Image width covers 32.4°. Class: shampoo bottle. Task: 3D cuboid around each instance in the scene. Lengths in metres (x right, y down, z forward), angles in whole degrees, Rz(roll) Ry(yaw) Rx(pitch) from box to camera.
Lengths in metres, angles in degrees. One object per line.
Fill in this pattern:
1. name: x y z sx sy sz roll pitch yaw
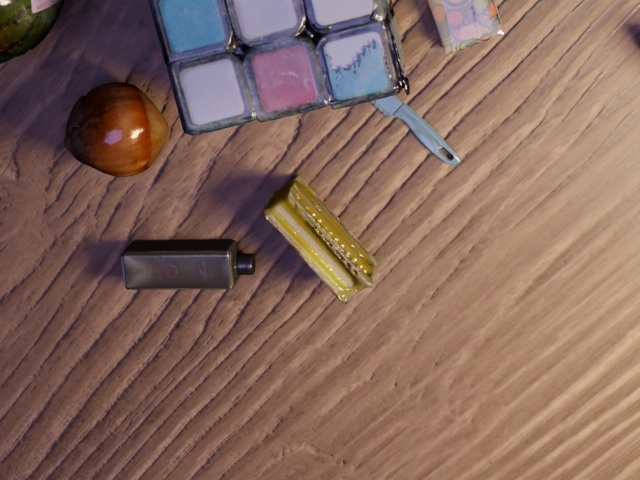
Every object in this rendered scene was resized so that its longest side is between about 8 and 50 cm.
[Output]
1. shampoo bottle: -0.246 0.046 2.076 0.246 0.079 0.080 -1 109 8

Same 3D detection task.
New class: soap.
1. soap: 0.001 -0.001 1.997 0.076 0.135 0.233 -41 99 18

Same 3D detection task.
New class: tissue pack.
1. tissue pack: 0.240 -0.404 1.869 0.109 0.060 0.148 -16 105 14

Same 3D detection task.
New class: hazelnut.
1. hazelnut: -0.364 -0.190 1.971 0.182 0.182 0.182 2 109 7

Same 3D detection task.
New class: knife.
1. knife: 0.130 -0.239 1.965 0.313 0.019 0.044 43 109 -5

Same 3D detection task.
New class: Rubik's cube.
1. Rubik's cube: -0.067 -0.382 1.756 0.359 0.362 0.363 -14 104 12

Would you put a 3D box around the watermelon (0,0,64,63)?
1. watermelon: -0.603 -0.451 1.828 0.363 0.363 0.363 2 109 7
